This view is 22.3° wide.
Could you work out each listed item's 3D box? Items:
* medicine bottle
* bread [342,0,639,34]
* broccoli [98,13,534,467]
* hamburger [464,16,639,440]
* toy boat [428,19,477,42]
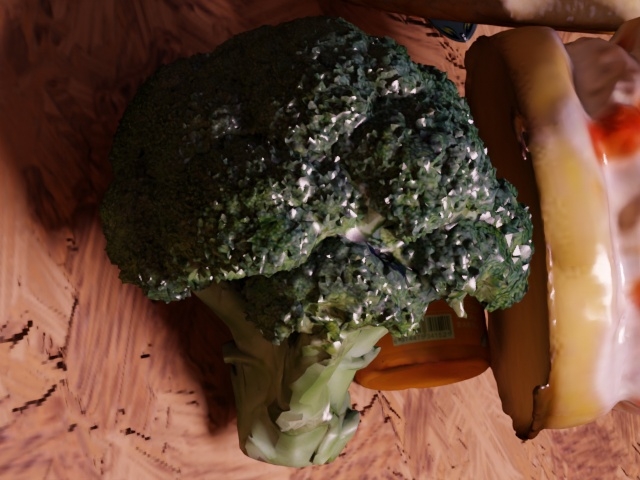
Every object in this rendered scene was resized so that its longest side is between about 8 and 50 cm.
[{"bbox_3d":[0.060,0.003,1.132,0.096,0.096,0.192,13,65,-52],"label":"medicine bottle"},{"bbox_3d":[0.159,-0.210,1.197,0.246,0.239,0.111,0,101,-34],"label":"bread"},{"bbox_3d":[0.000,0.000,0.948,0.270,0.270,0.270,-34,135,-55],"label":"broccoli"},{"bbox_3d":[0.202,-0.002,1.043,0.303,0.186,0.261,-97,-178,-55],"label":"hamburger"},{"bbox_3d":[0.094,-0.227,1.326,0.141,0.055,0.060,67,26,-10],"label":"toy boat"}]
